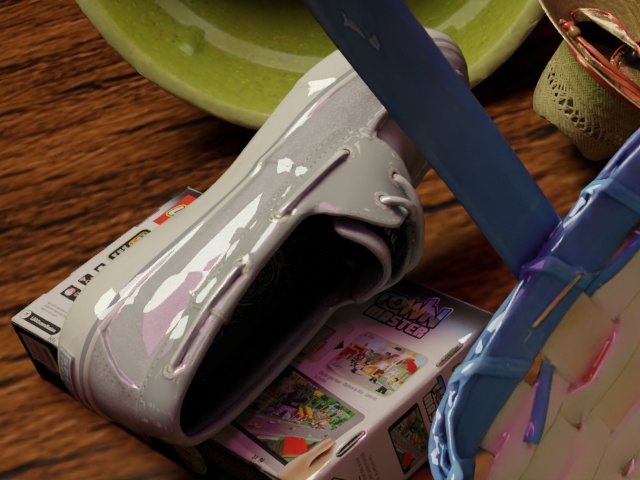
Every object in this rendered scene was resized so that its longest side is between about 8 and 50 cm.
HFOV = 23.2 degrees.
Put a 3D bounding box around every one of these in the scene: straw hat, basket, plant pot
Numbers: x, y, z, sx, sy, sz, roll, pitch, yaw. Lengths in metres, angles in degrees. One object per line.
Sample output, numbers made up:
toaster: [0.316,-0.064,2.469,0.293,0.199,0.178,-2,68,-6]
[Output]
straw hat: [0.133,-0.072,0.727,0.061,0.144,0.144,-52,20,31]
basket: [0.144,0.025,0.371,0.255,0.289,0.201,16,58,49]
plant pot: [0.007,-0.232,0.872,0.276,0.276,0.254,-11,24,13]

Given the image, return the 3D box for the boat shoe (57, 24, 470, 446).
boat shoe: [-0.001,0.000,0.630,0.081,0.079,0.227,28,60,36]

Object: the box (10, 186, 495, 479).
box: [-0.031,0.046,0.672,0.114,0.036,0.207,-38,39,-26]
